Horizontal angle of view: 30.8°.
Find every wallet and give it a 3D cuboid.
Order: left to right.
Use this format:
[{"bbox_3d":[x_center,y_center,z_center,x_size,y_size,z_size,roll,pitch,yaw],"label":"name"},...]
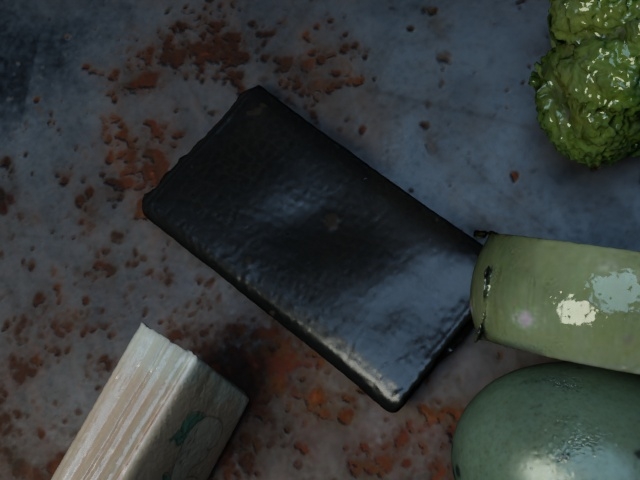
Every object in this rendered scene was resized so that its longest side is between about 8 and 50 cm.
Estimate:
[{"bbox_3d":[0.000,0.000,1.069,0.321,0.044,0.170,37,81,21],"label":"wallet"}]

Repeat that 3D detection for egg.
[{"bbox_3d":[0.219,0.183,0.909,0.236,0.169,0.169,17,77,12],"label":"egg"}]

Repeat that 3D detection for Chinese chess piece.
[{"bbox_3d":[0.229,0.051,0.919,0.237,0.238,0.092,10,92,12],"label":"Chinese chess piece"}]

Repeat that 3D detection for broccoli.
[{"bbox_3d":[0.272,-0.230,0.983,0.186,0.254,0.302,-1,77,-34],"label":"broccoli"}]

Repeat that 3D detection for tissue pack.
[{"bbox_3d":[-0.180,0.240,0.958,0.071,0.170,0.325,26,79,20],"label":"tissue pack"}]
